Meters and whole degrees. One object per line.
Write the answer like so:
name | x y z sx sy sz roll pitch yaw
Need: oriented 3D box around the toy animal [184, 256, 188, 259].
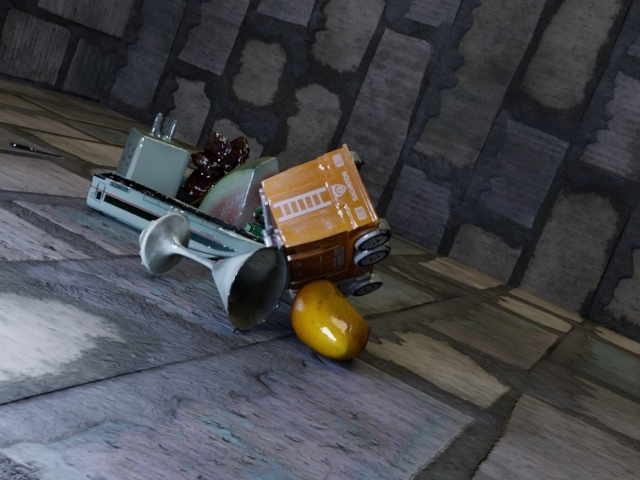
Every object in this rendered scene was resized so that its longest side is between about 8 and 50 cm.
toy animal | -0.299 0.013 1.616 0.084 0.028 0.050 31 11 37

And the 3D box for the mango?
mango | 0.017 0.143 1.363 0.141 0.102 0.217 44 3 -20

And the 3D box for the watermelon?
watermelon | -0.185 -0.079 2.031 0.310 0.231 0.193 -27 -23 36

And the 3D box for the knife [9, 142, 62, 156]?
knife | -0.753 -0.239 2.158 0.023 0.010 0.170 26 7 29

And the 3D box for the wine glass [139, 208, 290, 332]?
wine glass | -0.184 0.040 1.349 0.232 0.156 0.156 23 7 31

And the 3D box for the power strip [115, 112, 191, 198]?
power strip | -0.420 -0.209 2.057 0.139 0.224 0.140 18 9 -27

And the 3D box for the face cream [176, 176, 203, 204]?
face cream | -0.317 -0.134 2.397 0.139 0.067 0.285 29 10 35

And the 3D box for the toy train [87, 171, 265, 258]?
toy train | -0.295 -0.032 1.710 0.407 0.088 0.086 23 10 9

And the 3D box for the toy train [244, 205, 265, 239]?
toy train | -0.071 -0.014 1.942 0.115 0.154 0.269 26 8 33

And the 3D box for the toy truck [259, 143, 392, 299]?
toy truck | 0.000 0.000 1.492 0.387 0.207 0.173 88 -18 -67

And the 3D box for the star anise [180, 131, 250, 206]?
star anise | -0.262 -0.180 2.175 0.126 0.220 0.190 29 27 31
